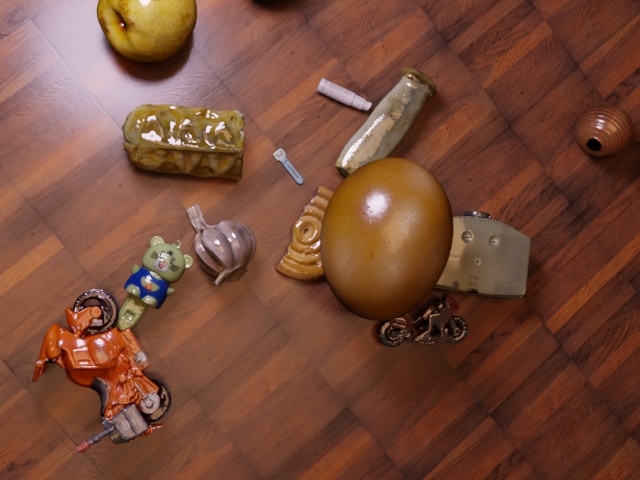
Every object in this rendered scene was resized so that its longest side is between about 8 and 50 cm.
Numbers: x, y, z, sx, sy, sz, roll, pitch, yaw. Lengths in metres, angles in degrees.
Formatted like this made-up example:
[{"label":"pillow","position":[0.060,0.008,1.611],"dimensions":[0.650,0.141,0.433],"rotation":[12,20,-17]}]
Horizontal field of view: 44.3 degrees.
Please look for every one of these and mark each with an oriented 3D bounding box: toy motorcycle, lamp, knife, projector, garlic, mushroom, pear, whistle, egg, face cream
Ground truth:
[{"label":"toy motorcycle","position":[0.237,0.184,1.817],"dimensions":[0.212,0.084,0.118],"rotation":[-3,96,-8]},{"label":"toy motorcycle","position":[-0.460,0.279,1.618],"dimensions":[0.221,0.148,0.326],"rotation":[-31,95,-11]},{"label":"lamp","position":[0.691,-0.266,1.917],"dimensions":[0.136,0.136,0.136],"rotation":[1,87,-13]},{"label":"knife","position":[-0.070,-0.168,1.802],"dimensions":[0.027,0.010,0.096],"rotation":[-40,96,-12]},{"label":"projector","position":[0.354,0.030,1.847],"dimensions":[0.269,0.088,0.194],"rotation":[9,85,-12]},{"label":"garlic","position":[-0.221,-0.008,1.716],"dimensions":[0.131,0.127,0.194],"rotation":[-10,58,-42]},{"label":"mushroom","position":[0.154,-0.267,1.827],"dimensions":[0.100,0.081,0.312],"rotation":[37,84,-5]},{"label":"pear","position":[-0.361,-0.485,1.662],"dimensions":[0.208,0.209,0.209],"rotation":[1,87,-13]},{"label":"whistle","position":[-0.366,0.095,1.681],"dimensions":[0.105,0.085,0.227],"rotation":[34,81,-6]},{"label":"egg","position":[0.140,-0.003,1.681],"dimensions":[0.282,0.282,0.351],"rotation":[9,90,-12]},{"label":"face cream","position":[0.056,-0.336,1.828],"dimensions":[0.130,0.034,0.034],"rotation":[22,82,-10]}]

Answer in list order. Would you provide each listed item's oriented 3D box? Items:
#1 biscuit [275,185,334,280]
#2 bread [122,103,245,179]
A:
[{"label":"biscuit","position":[0.000,0.000,1.797],"dimensions":[0.144,0.033,0.224],"rotation":[32,81,-9]},{"label":"bread","position":[-0.292,-0.215,1.696],"dimensions":[0.267,0.130,0.152],"rotation":[4,95,-13]}]
